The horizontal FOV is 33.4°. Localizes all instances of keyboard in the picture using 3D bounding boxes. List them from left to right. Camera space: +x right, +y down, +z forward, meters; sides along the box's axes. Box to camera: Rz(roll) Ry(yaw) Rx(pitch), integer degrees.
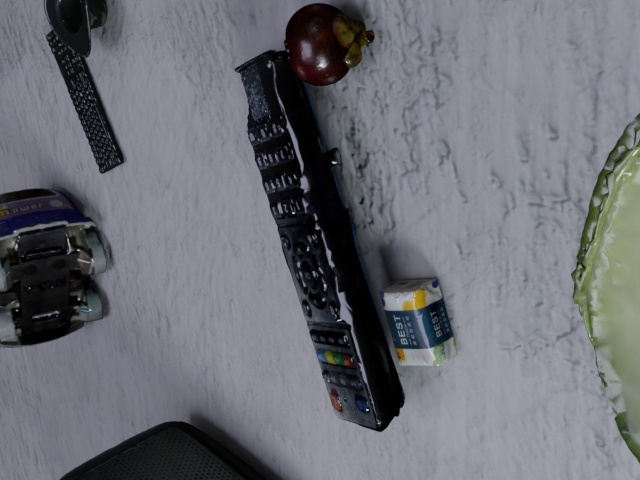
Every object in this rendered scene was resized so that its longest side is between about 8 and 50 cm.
[{"bbox_3d":[-0.318,-0.192,1.437,0.061,0.013,0.204,-19,93,50],"label":"keyboard"}]

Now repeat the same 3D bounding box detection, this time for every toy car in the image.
[{"bbox_3d":[-0.421,0.038,1.563,0.158,0.172,0.235,53,144,41],"label":"toy car"}]

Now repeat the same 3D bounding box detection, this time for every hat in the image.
[{"bbox_3d":[-0.298,-0.288,1.338,0.121,0.050,0.121,20,117,46],"label":"hat"}]

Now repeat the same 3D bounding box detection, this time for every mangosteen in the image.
[{"bbox_3d":[0.004,-0.189,1.031,0.081,0.081,0.081,24,125,40],"label":"mangosteen"}]

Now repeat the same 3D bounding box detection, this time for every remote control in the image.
[{"bbox_3d":[0.000,0.000,1.116,0.144,0.062,0.398,-3,105,69],"label":"remote control"}]

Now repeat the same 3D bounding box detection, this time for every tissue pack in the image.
[{"bbox_3d":[0.099,0.083,1.079,0.062,0.042,0.083,-5,105,49],"label":"tissue pack"}]

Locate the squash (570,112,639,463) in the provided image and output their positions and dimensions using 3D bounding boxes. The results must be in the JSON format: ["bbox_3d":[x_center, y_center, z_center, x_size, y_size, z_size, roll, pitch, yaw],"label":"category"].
[{"bbox_3d":[0.330,-0.014,0.505,0.263,0.384,0.263,22,122,40],"label":"squash"}]

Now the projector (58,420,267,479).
[{"bbox_3d":[-0.145,0.506,1.407,0.405,0.242,0.395,30,126,34],"label":"projector"}]
